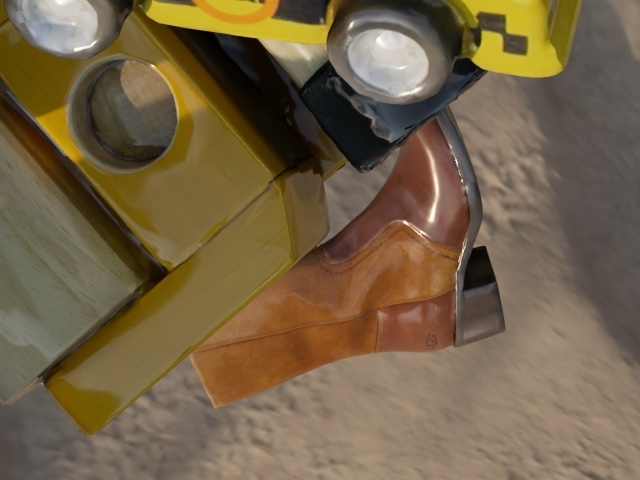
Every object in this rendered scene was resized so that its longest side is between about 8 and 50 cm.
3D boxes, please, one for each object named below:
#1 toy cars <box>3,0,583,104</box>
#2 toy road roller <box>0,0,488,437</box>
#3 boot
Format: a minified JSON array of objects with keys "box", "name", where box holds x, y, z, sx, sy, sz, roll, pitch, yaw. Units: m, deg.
[{"box":[-0.075,-0.173,0.569,0.176,0.087,0.393,-29,54,-21],"name":"toy cars"},{"box":[-0.059,-0.081,0.932,0.329,0.240,0.202,-41,90,14],"name":"toy road roller"},{"box":[0.000,0.000,1.589,0.281,0.264,0.096,-13,35,1],"name":"boot"}]
